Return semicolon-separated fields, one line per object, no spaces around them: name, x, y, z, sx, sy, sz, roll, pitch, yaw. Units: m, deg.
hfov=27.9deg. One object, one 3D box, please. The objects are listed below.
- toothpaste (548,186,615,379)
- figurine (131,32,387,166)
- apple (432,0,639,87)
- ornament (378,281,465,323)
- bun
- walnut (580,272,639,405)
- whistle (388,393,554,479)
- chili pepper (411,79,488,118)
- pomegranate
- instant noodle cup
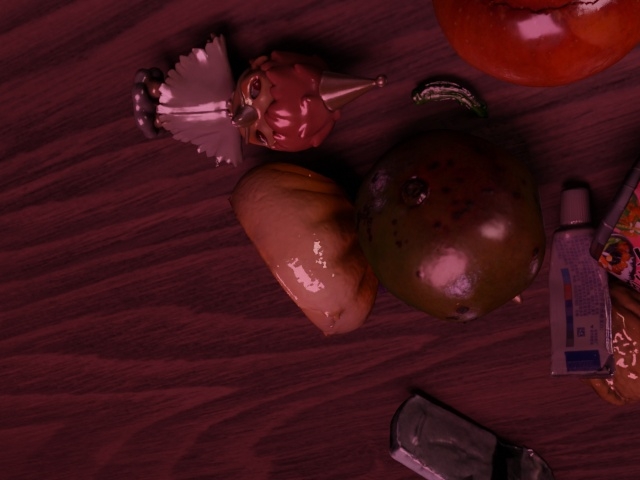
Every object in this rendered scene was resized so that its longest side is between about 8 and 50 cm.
toothpaste;0.382;0.063;1.900;0.069;0.282;0.099;0;173;-15
figurine;-0.087;-0.198;1.886;0.387;0.166;0.207;4;113;22
apple;0.272;-0.304;1.581;0.272;0.251;0.206;-5;147;5
ornament;0.152;0.063;2.110;0.203;0.081;0.088;9;134;17
bun;0.000;0.000;1.996;0.165;0.299;0.299;-36;117;4
walnut;0.462;0.149;1.984;0.198;0.198;0.245;-13;123;32
whistle;0.292;0.442;2.353;0.188;0.168;0.404;-14;126;33
chili pepper;0.191;-0.210;1.862;0.118;0.035;0.055;12;149;-2
pomegranate;0.190;-0.008;1.896;0.291;0.290;0.323;11;159;12
instant noodle cup;0.490;-0.017;1.792;0.182;0.302;0.258;29;-179;14
